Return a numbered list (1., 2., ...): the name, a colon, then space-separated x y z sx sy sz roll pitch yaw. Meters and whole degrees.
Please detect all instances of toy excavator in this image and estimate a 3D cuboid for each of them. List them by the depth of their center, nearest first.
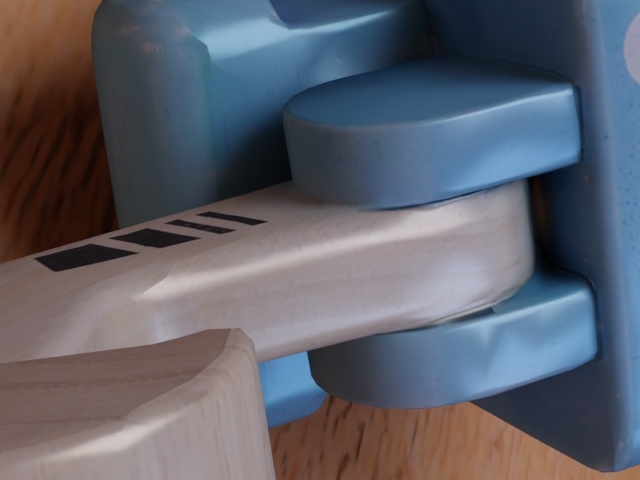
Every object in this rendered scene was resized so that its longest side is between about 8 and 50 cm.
1. toy excavator: 0.000 0.000 0.637 0.445 0.433 0.222 -16 110 -22
